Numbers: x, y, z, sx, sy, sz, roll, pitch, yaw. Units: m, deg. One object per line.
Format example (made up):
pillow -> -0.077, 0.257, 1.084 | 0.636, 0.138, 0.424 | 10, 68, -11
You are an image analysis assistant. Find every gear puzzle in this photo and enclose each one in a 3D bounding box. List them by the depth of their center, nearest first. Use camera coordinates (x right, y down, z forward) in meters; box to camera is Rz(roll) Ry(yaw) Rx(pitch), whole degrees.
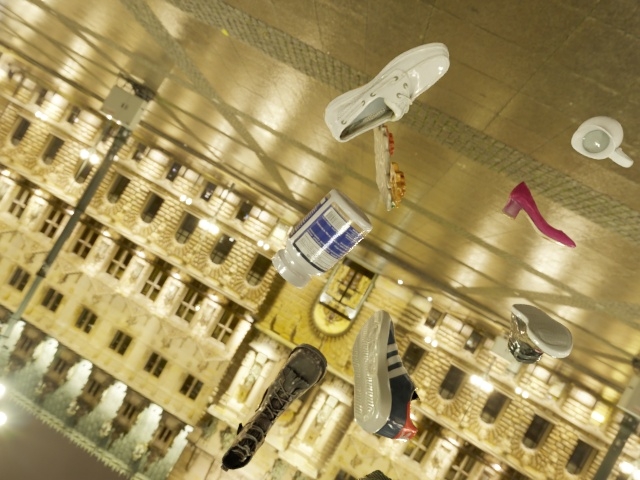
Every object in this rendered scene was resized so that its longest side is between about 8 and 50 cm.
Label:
gear puzzle -> 0.154, -0.165, 0.935 | 0.044, 0.176, 0.339 | -5, -158, 4

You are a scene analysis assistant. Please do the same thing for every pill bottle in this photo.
pill bottle -> 0.000, 0.000, 1.171 | 0.153, 0.264, 0.153 | 43, -166, -13

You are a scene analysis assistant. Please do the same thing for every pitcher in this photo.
pitcher -> 0.862, -0.293, 1.299 | 0.177, 0.126, 0.207 | 44, -142, 14

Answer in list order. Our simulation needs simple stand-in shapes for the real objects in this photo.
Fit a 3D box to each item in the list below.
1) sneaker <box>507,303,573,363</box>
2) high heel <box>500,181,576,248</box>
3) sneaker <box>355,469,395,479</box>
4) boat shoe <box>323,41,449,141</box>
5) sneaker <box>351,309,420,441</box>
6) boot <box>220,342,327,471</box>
sneaker -> 0.599, 0.290, 1.179 | 0.104, 0.147, 0.296 | 1, -169, 6
high heel -> 0.689, -0.076, 1.314 | 0.244, 0.117, 0.082 | 34, -171, 17
sneaker -> 0.098, 0.269, 0.413 | 0.166, 0.065, 0.076 | 14, -173, 35
boat shoe -> 0.142, -0.283, 0.860 | 0.098, 0.277, 0.096 | 40, -155, -51
sneaker -> 0.168, 0.328, 1.056 | 0.148, 0.131, 0.350 | 33, -146, -15
boot -> -0.098, 0.358, 0.899 | 0.091, 0.263, 0.229 | 37, -146, 6
